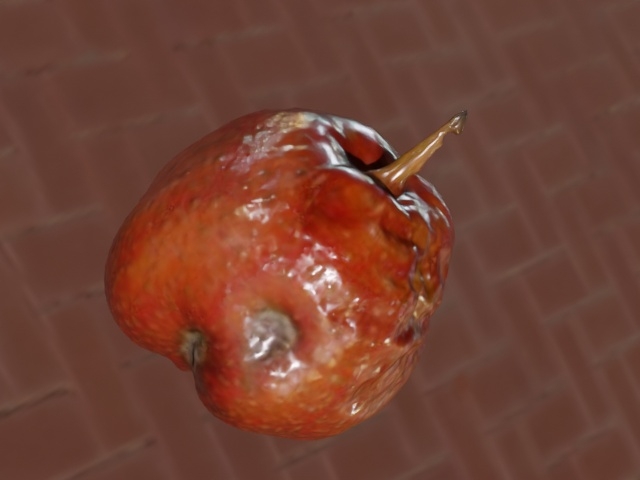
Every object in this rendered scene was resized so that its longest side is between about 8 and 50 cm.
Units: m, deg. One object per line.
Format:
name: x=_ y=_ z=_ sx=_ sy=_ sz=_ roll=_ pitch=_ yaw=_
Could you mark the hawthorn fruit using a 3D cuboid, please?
hawthorn fruit: x=0.000 y=0.000 z=1.205 sx=0.207 sy=0.243 sz=0.207 roll=36 pitch=26 yaw=-21
